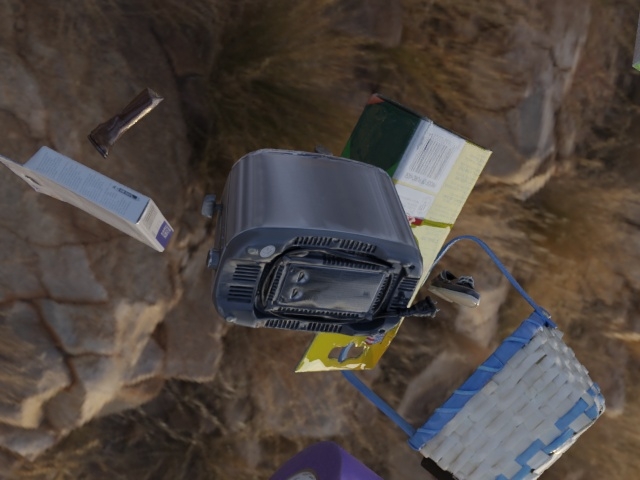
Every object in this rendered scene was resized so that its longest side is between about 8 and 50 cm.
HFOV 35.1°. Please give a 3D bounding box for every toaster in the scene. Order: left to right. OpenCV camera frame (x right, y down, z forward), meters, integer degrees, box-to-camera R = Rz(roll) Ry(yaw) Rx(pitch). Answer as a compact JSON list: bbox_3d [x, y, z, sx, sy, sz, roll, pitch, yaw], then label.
[{"bbox_3d":[0.000,0.000,0.969,0.227,0.146,0.129,6,133,-16],"label":"toaster"}]

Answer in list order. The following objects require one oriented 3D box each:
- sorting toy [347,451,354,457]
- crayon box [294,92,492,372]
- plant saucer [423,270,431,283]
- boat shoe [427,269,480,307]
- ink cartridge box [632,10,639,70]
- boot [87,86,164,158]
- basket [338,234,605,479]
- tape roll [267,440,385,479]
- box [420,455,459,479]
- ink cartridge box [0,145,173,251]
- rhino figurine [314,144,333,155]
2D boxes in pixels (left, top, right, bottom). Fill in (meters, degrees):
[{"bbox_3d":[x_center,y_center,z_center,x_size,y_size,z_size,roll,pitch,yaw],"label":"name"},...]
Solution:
[{"bbox_3d":[0.025,0.279,1.086,0.042,0.061,0.102,-23,98,-63],"label":"sorting toy"},{"bbox_3d":[0.064,0.002,1.198,0.202,0.081,0.318,13,107,-59],"label":"crayon box"},{"bbox_3d":[0.128,-0.015,2.046,0.044,0.318,0.317,6,102,-43],"label":"plant saucer"},{"bbox_3d":[0.291,0.096,2.155,0.075,0.206,0.065,32,84,-14],"label":"boat shoe"},{"bbox_3d":[0.495,-0.292,1.278,0.062,0.209,0.109,26,62,-19],"label":"ink cartridge box"},{"bbox_3d":[-0.269,-0.168,1.412,0.114,0.106,0.037,-34,119,2],"label":"boot"},{"bbox_3d":[0.195,0.173,1.296,0.255,0.289,0.201,-45,172,15],"label":"basket"},{"bbox_3d":[-0.014,0.270,0.856,0.080,0.189,0.189,38,71,-13],"label":"tape roll"},{"bbox_3d":[0.276,0.341,1.636,0.180,0.147,0.077,-30,148,-44],"label":"box"},{"bbox_3d":[-0.326,-0.067,1.421,0.045,0.224,0.223,-64,176,-9],"label":"ink cartridge box"},{"bbox_3d":[-0.003,-0.069,1.343,0.243,0.073,0.106,-1,141,-34],"label":"rhino figurine"}]
